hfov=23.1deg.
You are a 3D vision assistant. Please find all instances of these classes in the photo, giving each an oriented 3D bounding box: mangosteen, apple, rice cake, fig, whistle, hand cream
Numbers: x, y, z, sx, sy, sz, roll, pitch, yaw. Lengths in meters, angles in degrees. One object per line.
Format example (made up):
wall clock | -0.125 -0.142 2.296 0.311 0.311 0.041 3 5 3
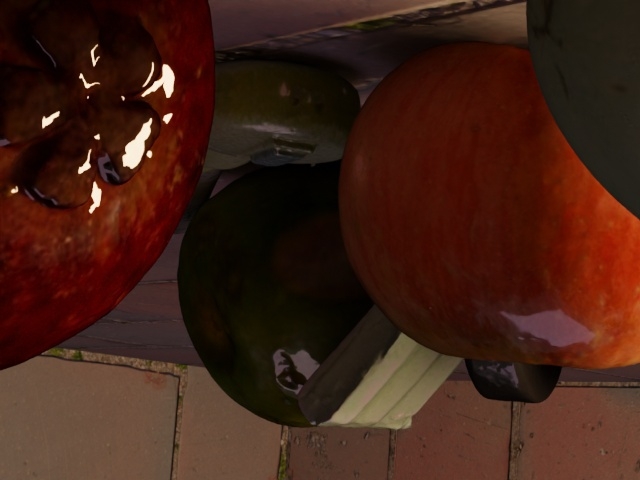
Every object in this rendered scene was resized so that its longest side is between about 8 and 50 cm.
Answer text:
mangosteen | -0.164 -0.057 0.564 0.257 0.215 0.215 6 175 43
apple | 0.113 -0.020 0.818 0.209 0.164 0.209 1 -177 0
rice cake | 0.087 0.034 1.048 0.043 0.237 0.127 42 -169 30
fig | 0.039 0.024 1.179 0.275 0.206 0.206 -17 -179 -26
whistle | -0.049 -0.063 0.940 0.104 0.057 0.198 9 169 -25
hand cream | -0.105 -0.041 1.177 0.067 0.042 0.194 6 167 -7

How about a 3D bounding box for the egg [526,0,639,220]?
egg | 0.176 -0.060 0.490 0.231 0.168 0.168 11 170 -12

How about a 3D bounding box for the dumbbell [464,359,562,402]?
dumbbell | 0.242 0.067 1.337 0.218 0.152 0.152 0 170 26
